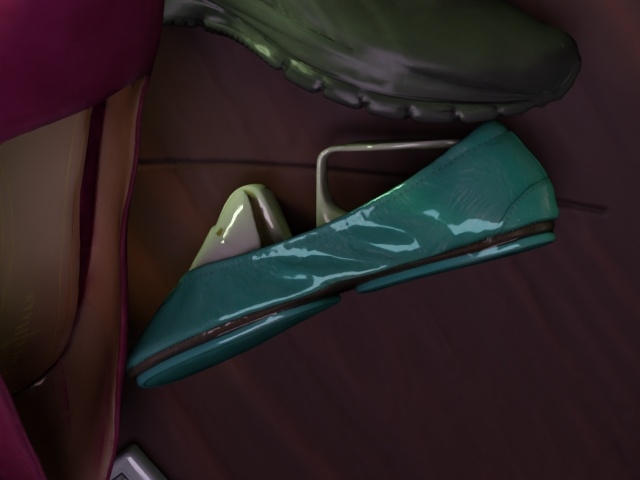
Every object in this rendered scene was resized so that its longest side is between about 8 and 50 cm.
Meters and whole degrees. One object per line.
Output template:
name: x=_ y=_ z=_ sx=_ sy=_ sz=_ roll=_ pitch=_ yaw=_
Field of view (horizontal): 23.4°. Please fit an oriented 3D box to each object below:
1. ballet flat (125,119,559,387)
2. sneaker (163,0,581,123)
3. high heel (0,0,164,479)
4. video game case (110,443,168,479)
ballet flat: x=0.000 y=0.000 z=0.813 sx=0.247 sy=0.083 sz=0.087 roll=-21 pitch=82 yaw=14
sneaker: x=-0.005 y=-0.143 z=0.741 sx=0.286 sy=0.109 sz=0.130 roll=20 pitch=107 yaw=-2
high heel: x=-0.107 y=-0.001 z=0.704 sx=0.181 sy=0.127 sz=0.377 roll=55 pitch=151 yaw=11
video game case: x=-0.125 y=0.216 z=0.930 sx=0.157 sy=0.019 sz=0.143 roll=-36 pitch=103 yaw=16
